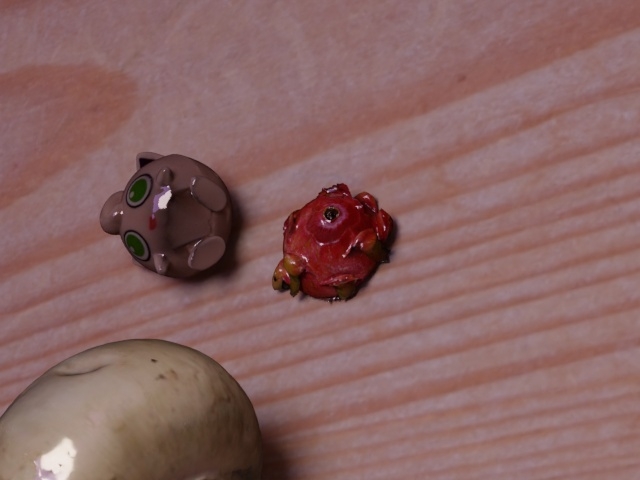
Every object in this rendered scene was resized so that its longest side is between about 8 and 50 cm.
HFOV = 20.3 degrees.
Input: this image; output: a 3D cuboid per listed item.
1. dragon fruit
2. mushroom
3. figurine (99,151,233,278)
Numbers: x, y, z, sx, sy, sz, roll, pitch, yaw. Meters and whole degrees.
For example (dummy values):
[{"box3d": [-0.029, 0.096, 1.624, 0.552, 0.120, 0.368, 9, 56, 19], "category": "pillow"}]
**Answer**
[{"box3d": [0.004, -0.003, 1.704, 0.126, 0.068, 0.112, 1, 67, 32], "category": "dragon fruit"}, {"box3d": [-0.153, 0.241, 1.576, 0.315, 0.356, 0.315, -40, 44, 53], "category": "mushroom"}, {"box3d": [-0.149, -0.024, 1.774, 0.138, 0.125, 0.125, 13, 76, 48], "category": "figurine"}]
